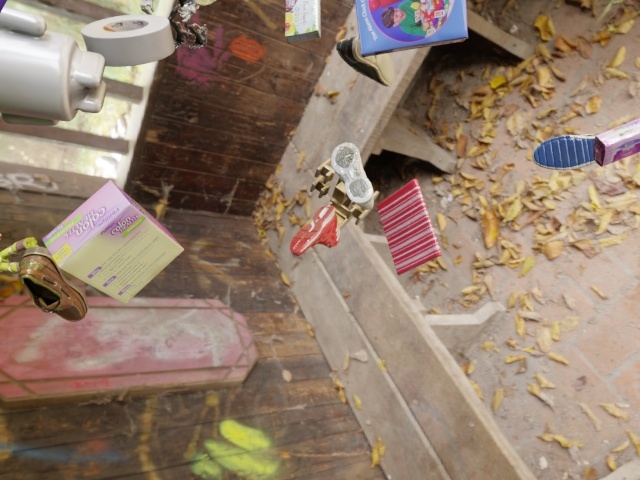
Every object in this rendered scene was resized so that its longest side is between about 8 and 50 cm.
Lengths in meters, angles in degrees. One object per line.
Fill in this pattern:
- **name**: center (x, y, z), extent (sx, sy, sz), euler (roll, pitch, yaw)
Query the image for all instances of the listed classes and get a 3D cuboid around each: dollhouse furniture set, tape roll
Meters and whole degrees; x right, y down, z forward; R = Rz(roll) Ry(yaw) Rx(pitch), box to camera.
- **dollhouse furniture set**: center (0.089, -0.162, 1.706), extent (0.212, 0.161, 0.242), euler (36, 141, 11)
- **tape roll**: center (-0.498, -0.525, 1.236), extent (0.219, 0.219, 0.072), euler (51, 151, 45)

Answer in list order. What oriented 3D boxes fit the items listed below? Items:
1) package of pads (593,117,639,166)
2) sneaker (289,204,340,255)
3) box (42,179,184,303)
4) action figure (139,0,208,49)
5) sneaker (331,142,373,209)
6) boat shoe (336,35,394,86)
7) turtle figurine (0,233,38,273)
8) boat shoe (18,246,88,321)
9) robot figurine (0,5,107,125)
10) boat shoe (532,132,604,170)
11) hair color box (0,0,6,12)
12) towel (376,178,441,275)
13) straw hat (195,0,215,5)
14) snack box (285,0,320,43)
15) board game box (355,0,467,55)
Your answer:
- **package of pads**: center (0.458, -0.149, 0.713), extent (0.083, 0.050, 0.032), euler (-22, 48, 7)
- **sneaker**: center (0.000, 0.000, 1.505), extent (0.087, 0.221, 0.128), euler (9, 137, 44)
- **box**: center (-0.514, 0.011, 1.201), extent (0.213, 0.243, 0.117), euler (-44, 59, -8)
- **action figure**: center (-0.418, -0.685, 1.367), extent (0.276, 0.164, 0.141), euler (80, -151, -55)
- **sneaker**: center (0.097, -0.183, 1.404), extent (0.090, 0.115, 0.232), euler (-19, 62, 8)
- **boat shoe**: center (0.134, -0.492, 1.308), extent (0.079, 0.233, 0.084), euler (8, 87, 38)
- **turtle figurine**: center (-0.952, 0.052, 1.398), extent (0.087, 0.217, 0.270), euler (65, -167, -63)
- **boat shoe**: center (-0.760, 0.155, 1.334), extent (0.307, 0.110, 0.105), euler (83, 180, -48)
- **robot figurine**: center (-0.692, -0.390, 1.097), extent (0.200, 0.353, 0.300), euler (-103, 26, -42)
- **boat shoe**: center (0.509, -0.172, 0.916), extent (0.183, 0.066, 0.066), euler (-3, 95, 22)
- **hair color box**: center (-0.623, -0.334, 0.598), extent (0.110, 0.338, 0.185), euler (141, 148, -77)
- **towel**: center (0.290, -0.043, 1.570), extent (0.199, 0.031, 0.275), euler (-35, 62, 48)
- **straw hat**: center (-0.106, -0.365, 0.620), extent (0.144, 0.061, 0.145), euler (-9, 77, 41)
- **snack box**: center (-0.051, -0.656, 1.392), extent (0.100, 0.037, 0.141), euler (-5, 72, 12)
- **board game box**: center (0.184, -0.598, 1.019), extent (0.078, 0.233, 0.347), euler (-61, -35, -71)
